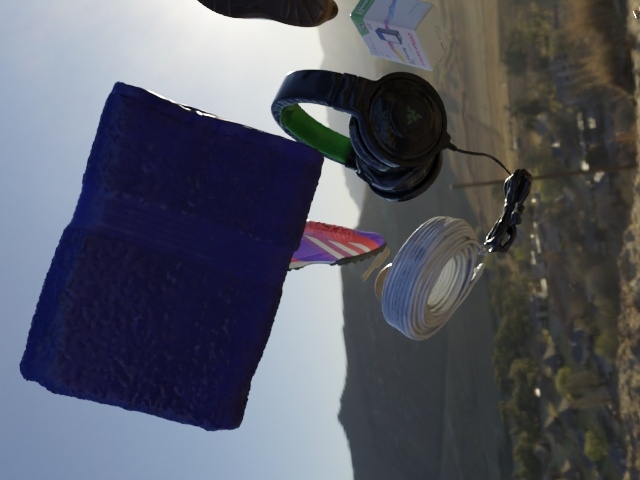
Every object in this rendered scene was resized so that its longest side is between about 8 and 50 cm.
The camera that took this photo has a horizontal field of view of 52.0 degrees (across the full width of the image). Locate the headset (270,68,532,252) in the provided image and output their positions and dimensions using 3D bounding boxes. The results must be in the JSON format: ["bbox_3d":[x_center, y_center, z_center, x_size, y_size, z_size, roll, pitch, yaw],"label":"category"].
[{"bbox_3d":[0.107,-0.119,0.955,0.243,0.394,0.185,63,-134,-74],"label":"headset"}]

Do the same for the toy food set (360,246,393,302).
[{"bbox_3d":[0.206,0.115,1.735,0.192,0.132,0.038,42,-176,40],"label":"toy food set"}]

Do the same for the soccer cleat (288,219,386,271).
[{"bbox_3d":[0.000,0.000,1.562,0.108,0.318,0.116,-118,21,-77],"label":"soccer cleat"}]

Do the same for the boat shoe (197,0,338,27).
[{"bbox_3d":[-0.123,-0.526,1.387,0.123,0.342,0.123,-40,-35,-65],"label":"boat shoe"}]

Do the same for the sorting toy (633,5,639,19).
[{"bbox_3d":[0.658,-0.464,1.306,0.012,0.062,0.083,50,-146,-19],"label":"sorting toy"}]

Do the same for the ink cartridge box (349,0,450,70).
[{"bbox_3d":[0.201,-0.527,1.644,0.093,0.212,0.154,-57,-37,-9],"label":"ink cartridge box"}]

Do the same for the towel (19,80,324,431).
[{"bbox_3d":[-0.144,0.019,0.666,0.076,0.228,0.308,167,121,-77],"label":"towel"}]

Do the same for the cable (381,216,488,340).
[{"bbox_3d":[0.223,0.072,1.306,0.257,0.089,0.257,-55,-34,-11],"label":"cable"}]
